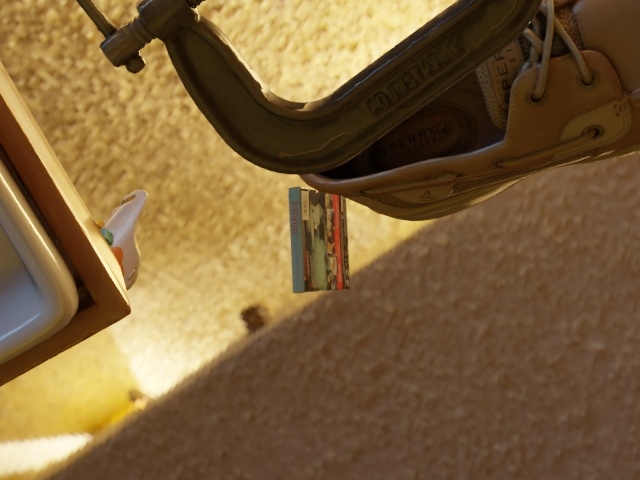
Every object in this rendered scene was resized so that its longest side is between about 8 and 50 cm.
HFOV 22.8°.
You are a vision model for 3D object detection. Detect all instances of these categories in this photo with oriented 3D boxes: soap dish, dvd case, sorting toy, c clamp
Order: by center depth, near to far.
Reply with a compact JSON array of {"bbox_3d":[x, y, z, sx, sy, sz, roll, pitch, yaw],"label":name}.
[{"bbox_3d":[-0.005,-0.095,0.563,0.160,0.022,0.137,-30,-72,7],"label":"c clamp"},{"bbox_3d":[-0.279,0.003,0.955,0.291,0.118,0.229,-28,-83,18],"label":"soap dish"},{"bbox_3d":[-0.149,-0.001,1.133,0.045,0.075,0.083,33,-17,-16],"label":"sorting toy"},{"bbox_3d":[0.000,0.000,1.324,0.013,0.119,0.087,-3,-91,18],"label":"dvd case"}]

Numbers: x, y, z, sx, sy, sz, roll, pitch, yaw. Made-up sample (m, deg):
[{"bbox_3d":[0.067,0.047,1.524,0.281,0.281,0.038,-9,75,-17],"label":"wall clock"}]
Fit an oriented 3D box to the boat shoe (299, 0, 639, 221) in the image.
[{"bbox_3d":[0.136,-0.100,0.966,0.341,0.110,0.122,-29,-109,31],"label":"boat shoe"}]
